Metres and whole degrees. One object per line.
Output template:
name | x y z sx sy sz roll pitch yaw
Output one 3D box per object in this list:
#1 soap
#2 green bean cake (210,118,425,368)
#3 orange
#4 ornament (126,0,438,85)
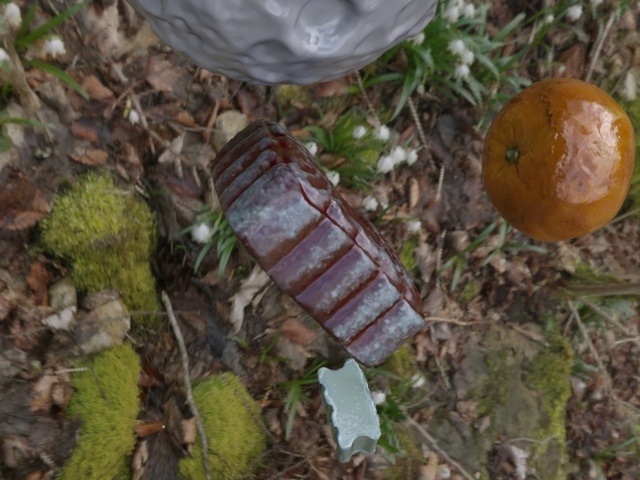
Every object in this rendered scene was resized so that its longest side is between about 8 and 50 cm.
soap | 0.040 0.248 1.055 0.063 0.198 0.115 -16 70 -5
green bean cake | 0.000 0.000 0.734 0.097 0.198 0.233 -41 113 7
orange | 0.413 -0.138 1.285 0.226 0.284 0.284 2 75 -20
ornament | -0.033 -0.292 0.635 0.336 0.337 0.337 3 76 -11
